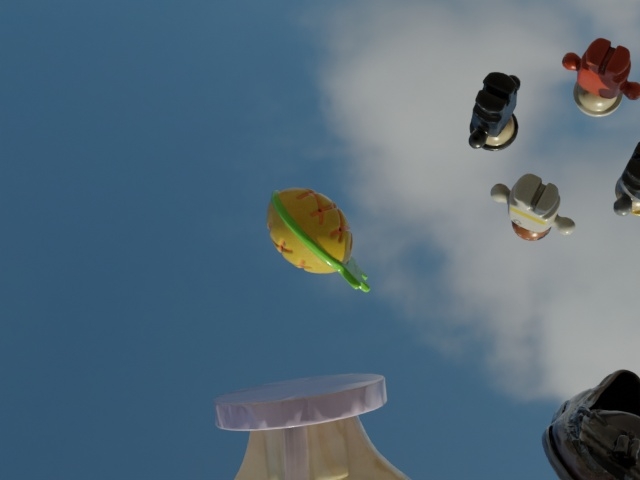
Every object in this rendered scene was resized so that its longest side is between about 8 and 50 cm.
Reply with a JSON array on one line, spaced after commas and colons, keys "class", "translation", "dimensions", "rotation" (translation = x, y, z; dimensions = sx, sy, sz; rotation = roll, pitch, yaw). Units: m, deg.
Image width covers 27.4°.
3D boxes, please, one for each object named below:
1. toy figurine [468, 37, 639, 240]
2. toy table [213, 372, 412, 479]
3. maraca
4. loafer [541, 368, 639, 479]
[{"class": "toy figurine", "translation": [0.289, -0.111, 1.542], "dimensions": [0.213, 0.148, 0.209], "rotation": [-19, -106, 0]}, {"class": "toy table", "translation": [-0.014, 0.230, 1.368], "dimensions": [0.274, 0.252, 0.161], "rotation": [-4, -93, -68]}, {"class": "maraca", "translation": [0.000, 0.000, 1.779], "dimensions": [0.186, 0.099, 0.127], "rotation": [43, -165, -16]}, {"class": "loafer", "translation": [0.291, 0.195, 1.328], "dimensions": [0.109, 0.095, 0.302], "rotation": [39, -169, 2]}]
